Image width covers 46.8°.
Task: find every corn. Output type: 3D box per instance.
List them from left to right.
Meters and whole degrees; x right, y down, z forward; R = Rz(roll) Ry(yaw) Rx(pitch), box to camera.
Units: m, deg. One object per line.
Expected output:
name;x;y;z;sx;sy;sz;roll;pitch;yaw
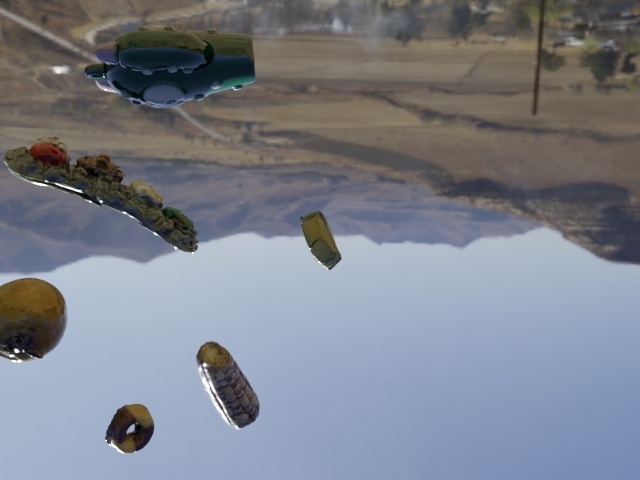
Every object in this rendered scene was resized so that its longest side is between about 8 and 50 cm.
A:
corn;-0.159;0.250;1.271;0.079;0.080;0.237;1;145;11

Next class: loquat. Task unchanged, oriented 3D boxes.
loquat;-0.791;0.215;1.975;0.243;0.244;0.244;1;-178;0

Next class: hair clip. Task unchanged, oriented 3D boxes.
hair clip;-0.332;-0.083;1.173;0.321;0.091;0.138;26;176;-23

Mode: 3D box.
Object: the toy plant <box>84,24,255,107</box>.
toy plant;-0.216;-0.250;1.063;0.243;0.113;0.232;-6;179;-29

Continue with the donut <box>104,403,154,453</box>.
donut;-0.524;0.525;2.050;0.140;0.141;0.059;-1;-162;-40

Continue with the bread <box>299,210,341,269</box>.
bread;0.000;0.000;1.860;0.064;0.156;0.117;-27;143;12
